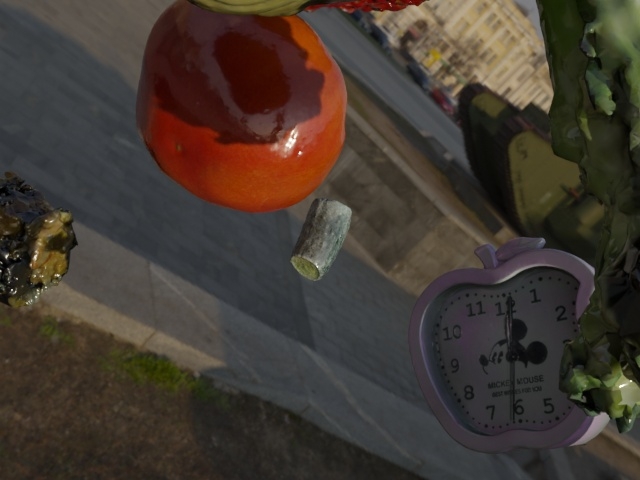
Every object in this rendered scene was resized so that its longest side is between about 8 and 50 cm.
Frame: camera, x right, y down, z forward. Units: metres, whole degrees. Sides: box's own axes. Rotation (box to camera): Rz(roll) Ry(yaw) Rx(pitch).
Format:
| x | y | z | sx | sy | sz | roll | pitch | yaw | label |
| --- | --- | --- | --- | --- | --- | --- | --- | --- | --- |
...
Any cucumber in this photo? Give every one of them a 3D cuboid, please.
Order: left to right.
| x | y | z | sx | sy | sz | roll | pitch | yaw | label |
| --- | --- | --- | --- | --- | --- | --- | --- | --- | --- |
| 0.001 | -0.002 | 0.994 | 0.064 | 0.112 | 0.064 | 20 | -20 | 8 | cucumber |

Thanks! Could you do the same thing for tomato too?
| x | y | z | sx | sy | sz | roll | pitch | yaw | label |
| --- | --- | --- | --- | --- | --- | --- | --- | --- | --- |
| -0.096 | -0.141 | 0.805 | 0.260 | 0.260 | 0.180 | 47 | 51 | 9 | tomato |

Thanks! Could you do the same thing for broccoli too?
| x | y | z | sx | sy | sz | roll | pitch | yaw | label |
| --- | --- | --- | --- | --- | --- | --- | --- | --- | --- |
| 0.167 | -0.060 | 0.375 | 0.164 | 0.145 | 0.304 | -9 | 77 | -20 | broccoli |

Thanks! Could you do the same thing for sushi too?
| x | y | z | sx | sy | sz | roll | pitch | yaw | label |
| --- | --- | --- | --- | --- | --- | --- | --- | --- | --- |
| -0.564 | -0.012 | 1.329 | 0.204 | 0.200 | 0.213 | 29 | 27 | 14 | sushi |

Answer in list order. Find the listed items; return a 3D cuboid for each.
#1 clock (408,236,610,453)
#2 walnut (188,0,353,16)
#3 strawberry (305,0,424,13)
| x | y | z | sx | sy | sz | roll | pitch | yaw | label |
| --- | --- | --- | --- | --- | --- | --- | --- | --- | --- |
| 0.302 | 0.164 | 1.127 | 0.102 | 0.338 | 0.338 | 19 | 29 | -48 | clock |
| -0.021 | -0.295 | 0.484 | 0.253 | 0.282 | 0.277 | -11 | 77 | -30 | walnut |
| 0.057 | -0.314 | 0.769 | 0.178 | 0.234 | 0.234 | 35 | 14 | 9 | strawberry |
